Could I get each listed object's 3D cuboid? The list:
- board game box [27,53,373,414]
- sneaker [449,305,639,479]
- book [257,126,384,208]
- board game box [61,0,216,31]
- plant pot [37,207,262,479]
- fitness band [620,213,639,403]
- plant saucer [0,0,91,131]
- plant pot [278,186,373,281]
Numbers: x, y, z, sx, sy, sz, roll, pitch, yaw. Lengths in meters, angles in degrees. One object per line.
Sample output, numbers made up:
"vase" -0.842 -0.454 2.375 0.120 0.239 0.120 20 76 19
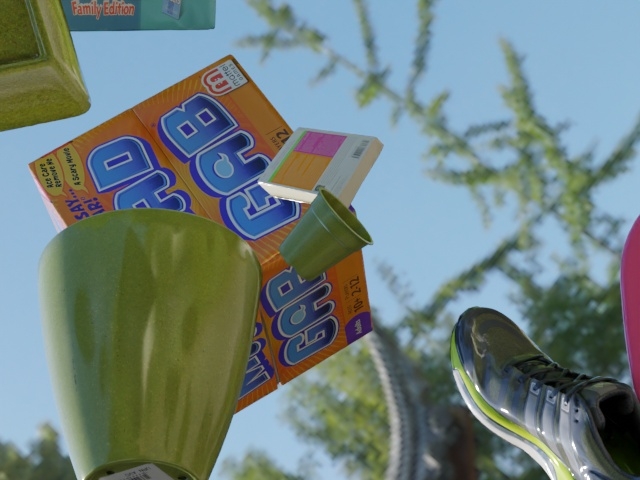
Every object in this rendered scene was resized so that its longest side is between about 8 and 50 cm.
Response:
"board game box" -0.172 0.016 2.301 0.356 0.356 0.356 -30 -31 -12
"sneaker" 0.245 0.162 1.464 0.111 0.300 0.121 -23 -33 -36
"book" 0.001 -0.093 1.859 0.035 0.144 0.096 44 -110 -38
"board game box" -0.295 -0.239 1.383 0.336 0.254 0.079 -13 -71 -57
"plant pot" -0.204 0.160 1.758 0.275 0.293 0.274 -1 -38 -1
"fitness band" 0.397 0.078 1.443 0.054 0.209 0.290 10 -107 -74
"plant saucer" -0.266 -0.163 1.036 0.188 0.188 0.045 -15 -7 -23
"plant pot" 0.000 0.000 1.603 0.079 0.083 0.083 -44 -25 10
